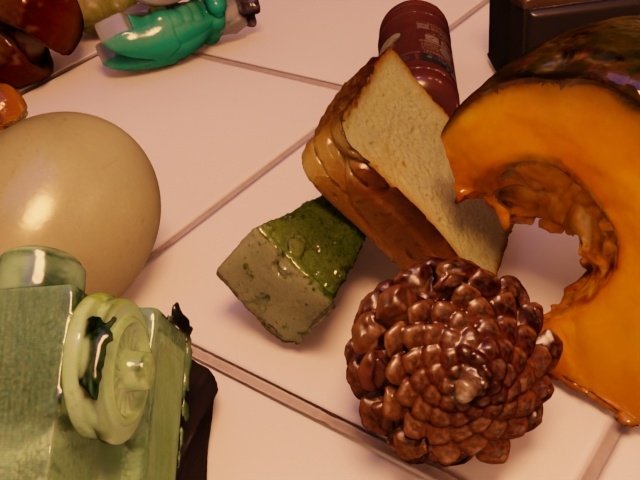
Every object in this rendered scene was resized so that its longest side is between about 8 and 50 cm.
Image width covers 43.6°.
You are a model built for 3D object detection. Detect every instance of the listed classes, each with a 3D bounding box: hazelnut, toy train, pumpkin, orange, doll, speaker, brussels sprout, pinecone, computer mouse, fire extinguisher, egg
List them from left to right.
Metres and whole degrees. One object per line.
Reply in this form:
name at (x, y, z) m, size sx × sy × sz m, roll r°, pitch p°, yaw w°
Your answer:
hazelnut at (-0.499, -0.335, 1.244) m, size 0.251 × 0.217 × 0.217 m, roll -34°, pitch 38°, yaw 5°
orange at (-0.443, -0.180, 1.122) m, size 0.086 × 0.086 × 0.062 m, roll 27°, pitch 26°, yaw 37°
toy train at (-0.172, 0.145, 0.498) m, size 0.159 × 0.188 × 0.271 m, roll -3°, pitch 67°, yaw 7°
egg at (-0.258, -0.013, 0.770) m, size 0.189 × 0.188 × 0.253 m, roll 4°, pitch 44°, yaw 15°
brussels sprout at (-0.394, -0.425, 1.382) m, size 0.145 × 0.131 × 0.183 m, roll 18°, pitch 25°, yaw 22°
computer mouse at (-0.135, 0.150, 0.638) m, size 0.099 × 0.057 × 0.172 m, roll -2°, pitch 40°, yaw 11°
doll at (-0.241, -0.351, 1.275) m, size 0.258 × 0.195 × 0.153 m, roll -9°, pitch 65°, yaw -46°
fire extinguisher at (0.113, -0.208, 1.004) m, size 0.102 × 0.138 × 0.344 m, roll -23°, pitch 31°, yaw 21°
pinecone at (0.091, 0.089, 0.609) m, size 0.174 × 0.173 × 0.173 m, roll -5°, pitch 37°, yaw 4°
speaker at (0.350, -0.287, 1.049) m, size 0.231 × 0.153 × 0.192 m, roll -7°, pitch 37°, yaw 1°
pumpkin at (0.266, -0.030, 0.636) m, size 0.225 × 0.303 × 0.256 m, roll -31°, pitch 15°, yaw -37°

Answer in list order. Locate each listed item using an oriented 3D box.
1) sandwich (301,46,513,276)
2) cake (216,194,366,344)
sandwich at (0.093, -0.060, 0.762) m, size 0.065 × 0.215 × 0.186 m, roll -33°, pitch 21°, yaw 41°
cake at (-0.002, -0.018, 0.776) m, size 0.099 × 0.100 × 0.235 m, roll 38°, pitch 44°, yaw -5°
